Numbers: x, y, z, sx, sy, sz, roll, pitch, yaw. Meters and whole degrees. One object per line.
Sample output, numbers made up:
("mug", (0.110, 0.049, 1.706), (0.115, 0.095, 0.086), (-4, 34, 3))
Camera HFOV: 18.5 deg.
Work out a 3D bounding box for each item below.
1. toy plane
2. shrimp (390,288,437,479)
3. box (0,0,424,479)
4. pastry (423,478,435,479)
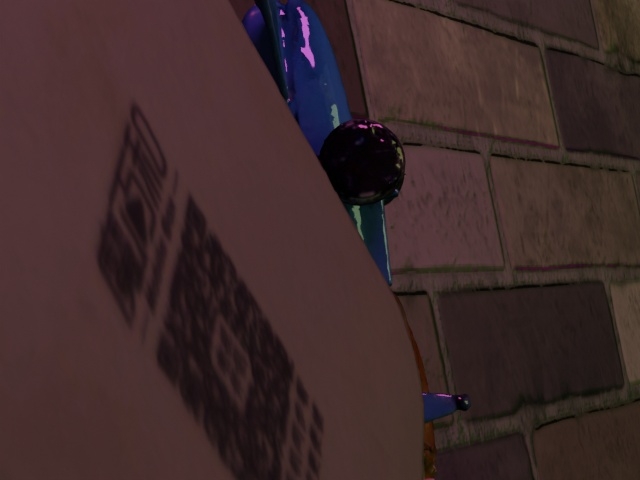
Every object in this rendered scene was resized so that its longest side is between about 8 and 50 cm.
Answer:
("toy plane", (0.000, 0.000, 0.985), (0.254, 0.105, 0.271), (19, 55, -87))
("shrimp", (0.036, 0.146, 1.068), (0.154, 0.062, 0.294), (59, 28, -47))
("box", (-0.072, 0.043, 0.630), (0.367, 0.090, 0.373), (-85, 151, -51))
("pastry", (-0.036, 0.169, 0.844), (0.265, 0.112, 0.103), (-13, 99, -55))
